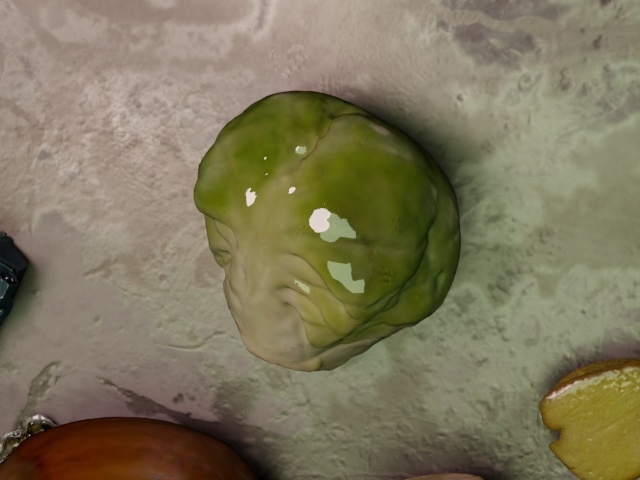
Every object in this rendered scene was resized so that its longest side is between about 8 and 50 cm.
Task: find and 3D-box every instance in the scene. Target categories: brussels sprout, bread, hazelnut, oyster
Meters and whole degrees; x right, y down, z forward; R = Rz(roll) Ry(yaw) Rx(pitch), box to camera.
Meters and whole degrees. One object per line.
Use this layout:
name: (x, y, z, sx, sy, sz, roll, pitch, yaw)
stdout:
brussels sprout: (0.011, -0.006, 1.491, 0.274, 0.242, 0.316, -4, 104, 17)
bread: (0.345, 0.196, 1.572, 0.187, 0.065, 0.149, -17, 108, 9)
hazelnut: (-0.222, 0.378, 1.568, 0.366, 0.366, 0.366, 2, 101, 9)
oyster: (-0.366, 0.300, 1.709, 0.125, 0.064, 0.177, 38, 95, -13)

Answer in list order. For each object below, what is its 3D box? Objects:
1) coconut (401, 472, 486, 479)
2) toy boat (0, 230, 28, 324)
coconut: (0.129, 0.385, 1.562, 0.241, 0.241, 0.241, 2, 101, 9)
toy boat: (-0.460, 0.119, 1.661, 0.122, 0.114, 0.296, 39, 107, 21)
